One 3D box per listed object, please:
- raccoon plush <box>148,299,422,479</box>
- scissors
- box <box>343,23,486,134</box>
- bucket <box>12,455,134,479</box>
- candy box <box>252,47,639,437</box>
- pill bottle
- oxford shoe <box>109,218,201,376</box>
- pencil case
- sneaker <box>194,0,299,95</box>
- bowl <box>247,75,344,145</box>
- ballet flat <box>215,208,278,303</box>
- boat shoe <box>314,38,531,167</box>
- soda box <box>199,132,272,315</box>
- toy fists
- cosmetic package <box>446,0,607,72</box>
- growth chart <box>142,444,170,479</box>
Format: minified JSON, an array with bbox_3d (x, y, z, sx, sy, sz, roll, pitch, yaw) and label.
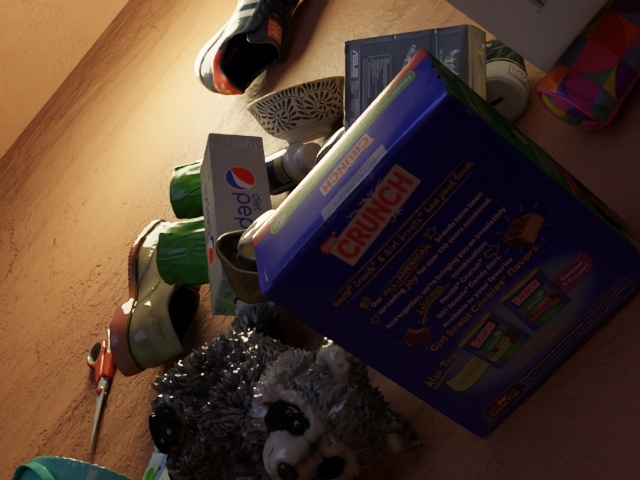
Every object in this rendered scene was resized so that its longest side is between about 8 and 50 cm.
[{"bbox_3d":[-0.032,0.143,1.470,0.299,0.216,0.446,-30,35,26],"label":"raccoon plush"},{"bbox_3d":[-0.374,0.243,2.074,0.109,0.021,0.297,-44,28,17],"label":"scissors"},{"bbox_3d":[0.119,-0.151,1.524,0.183,0.056,0.231,-3,85,31],"label":"box"},{"bbox_3d":[-0.306,0.411,1.529,0.281,0.281,0.183,-20,40,48],"label":"bucket"},{"bbox_3d":[0.133,0.012,1.207,0.268,0.317,0.122,-46,28,15],"label":"candy box"},{"bbox_3d":[-0.046,-0.118,1.911,0.120,0.067,0.067,-20,43,48],"label":"pill bottle"},{"bbox_3d":[-0.252,0.086,1.998,0.130,0.123,0.348,-14,40,15],"label":"oxford shoe"},{"bbox_3d":[0.351,-0.240,1.389,0.236,0.104,0.104,-55,27,0],"label":"pencil case"},{"bbox_3d":[-0.100,-0.426,2.297,0.350,0.131,0.148,-60,34,2],"label":"sneaker"},{"bbox_3d":[-0.028,-0.202,1.932,0.170,0.170,0.080,-18,88,49],"label":"bowl"},{"bbox_3d":[0.000,0.000,1.500,0.342,0.124,0.116,-11,44,38],"label":"ballet flat"},{"bbox_3d":[0.144,-0.166,1.637,0.335,0.121,0.119,-22,33,29],"label":"boat shoe"},{"bbox_3d":[-0.125,-0.026,1.809,0.098,0.091,0.286,110,157,-49],"label":"soda box"},{"bbox_3d":[-0.175,-0.034,1.959,0.142,0.096,0.279,-11,42,16],"label":"toy fists"},{"bbox_3d":[0.288,-0.376,1.430,0.197,0.155,0.365,-53,4,34],"label":"cosmetic package"},{"bbox_3d":[-0.188,0.324,1.692,0.237,0.021,0.172,-25,38,43],"label":"growth chart"}]
